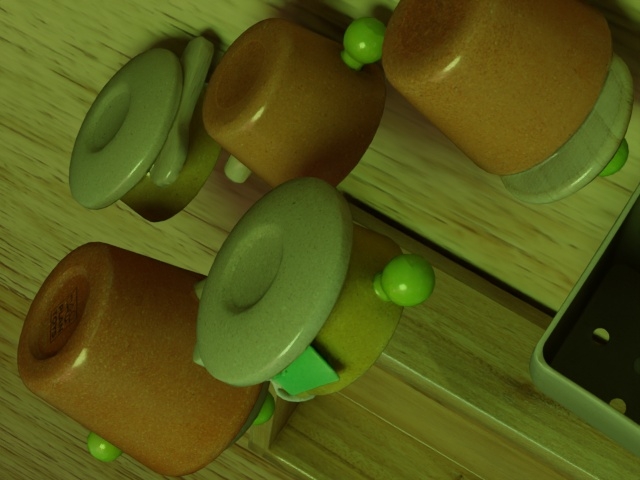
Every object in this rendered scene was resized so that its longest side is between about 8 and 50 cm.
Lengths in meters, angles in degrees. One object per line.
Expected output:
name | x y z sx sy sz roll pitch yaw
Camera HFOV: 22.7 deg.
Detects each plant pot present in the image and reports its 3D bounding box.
plant pot | 0.149 0.043 0.665 0.109 0.109 0.096 34 165 3

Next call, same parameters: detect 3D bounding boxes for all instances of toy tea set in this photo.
toy tea set | 0.000 0.000 0.688 0.124 0.200 0.336 30 156 -31

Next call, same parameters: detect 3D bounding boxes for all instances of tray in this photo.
tray | 0.158 0.148 0.838 0.411 0.076 0.203 29 151 10
